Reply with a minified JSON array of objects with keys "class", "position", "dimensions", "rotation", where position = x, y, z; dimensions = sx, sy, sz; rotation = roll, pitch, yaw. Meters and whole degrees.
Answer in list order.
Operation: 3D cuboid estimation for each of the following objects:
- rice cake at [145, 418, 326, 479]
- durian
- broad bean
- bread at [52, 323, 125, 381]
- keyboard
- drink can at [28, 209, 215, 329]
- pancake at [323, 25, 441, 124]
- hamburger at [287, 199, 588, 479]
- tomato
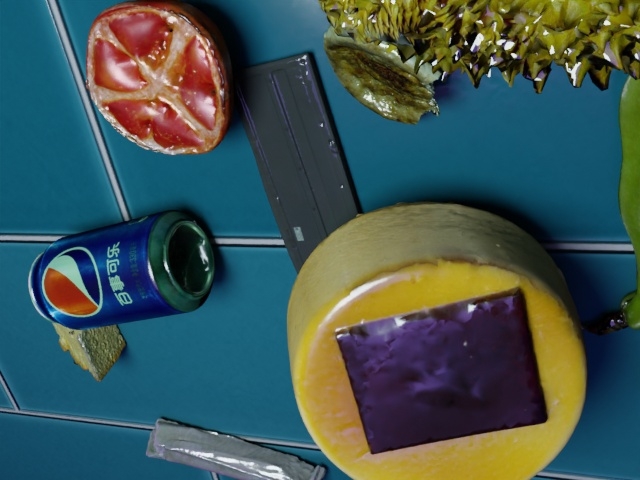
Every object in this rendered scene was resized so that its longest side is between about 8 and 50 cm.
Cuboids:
[{"class":"rice cake","position":[-0.126,0.312,0.939],"dimensions":[0.269,0.055,0.049],"rotation":[11,129,9]},{"class":"durian","position":[0.134,-0.211,0.406],"dimensions":[0.292,0.258,0.258],"rotation":[11,124,5]},{"class":"broad bean","position":[0.285,-0.027,0.581],"dimensions":[0.098,0.056,0.318],"rotation":[10,126,12]},{"class":"bread","position":[-0.331,0.132,0.877],"dimensions":[0.109,0.080,0.084],"rotation":[-3,118,18]},{"class":"keyboard","position":[0.004,-0.005,0.707],"dimensions":[0.103,0.041,0.381],"rotation":[-6,113,23]},{"class":"drink can","position":[-0.229,0.038,0.760],"dimensions":[0.204,0.118,0.118],"rotation":[-12,117,26]},{"class":"pancake","position":[0.051,-0.142,0.563],"dimensions":[0.116,0.023,0.129],"rotation":[29,171,16]},{"class":"hamburger","position":[0.105,0.106,0.642],"dimensions":[0.300,0.176,0.300],"rotation":[2,111,5]},{"class":"tomato","position":[-0.145,-0.161,0.632],"dimensions":[0.155,0.069,0.156],"rotation":[10,128,14]}]
